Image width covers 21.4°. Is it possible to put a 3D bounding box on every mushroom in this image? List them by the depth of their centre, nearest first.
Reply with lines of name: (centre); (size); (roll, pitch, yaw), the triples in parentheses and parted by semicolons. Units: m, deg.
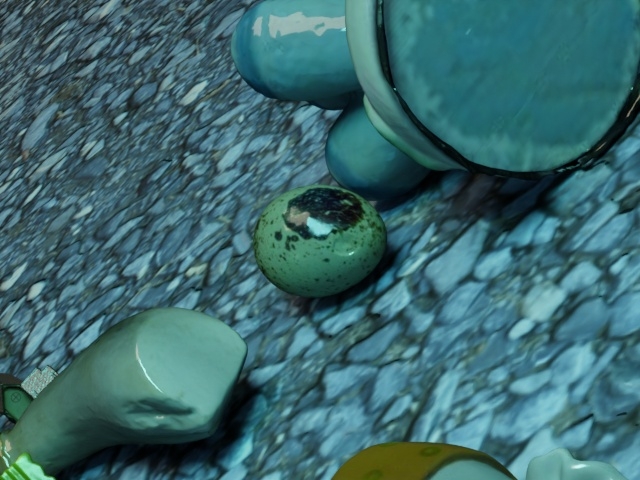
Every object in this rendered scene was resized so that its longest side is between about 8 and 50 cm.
mushroom: (-0.152, 0.122, 1.279); (0.270, 0.103, 0.118); (-31, 17, 48)

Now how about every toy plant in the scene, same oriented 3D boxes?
toy plant: (0.065, -0.154, 1.272); (0.247, 0.247, 0.332); (-49, 22, -18)

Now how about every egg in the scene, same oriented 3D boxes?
egg: (0.000, 0.000, 1.261); (0.110, 0.085, 0.085); (-6, 40, 45)

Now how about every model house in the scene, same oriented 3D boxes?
model house: (-0.254, 0.131, 1.457); (0.057, 0.058, 0.083); (-47, 23, -14)

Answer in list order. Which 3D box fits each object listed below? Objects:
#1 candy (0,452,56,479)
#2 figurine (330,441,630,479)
candy: (-0.223, 0.270, 1.078); (0.246, 0.149, 0.069); (-47, -4, -18)
figurine: (0.082, 0.163, 0.773); (0.143, 0.143, 0.271); (-51, 23, -22)
